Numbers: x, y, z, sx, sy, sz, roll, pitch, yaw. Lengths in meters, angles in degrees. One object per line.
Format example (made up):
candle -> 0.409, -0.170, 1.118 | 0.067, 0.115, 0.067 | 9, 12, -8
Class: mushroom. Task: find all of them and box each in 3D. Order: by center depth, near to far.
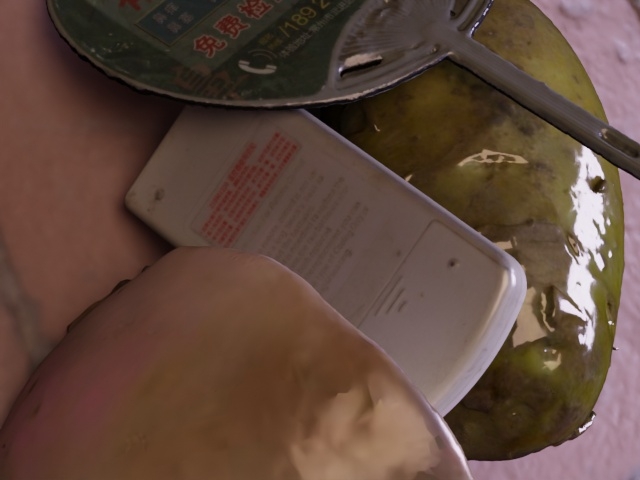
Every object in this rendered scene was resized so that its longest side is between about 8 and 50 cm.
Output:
mushroom -> -0.039, 0.130, 0.639 | 0.162, 0.173, 0.236 | -36, 92, -24

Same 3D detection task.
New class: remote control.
remote control -> 0.000, 0.000, 0.698 | 0.190, 0.029, 0.087 | 36, 95, 29

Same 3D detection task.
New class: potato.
potato -> 0.070, -0.017, 0.759 | 0.149, 0.113, 0.251 | -7, 65, -8

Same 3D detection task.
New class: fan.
fan -> 0.024, -0.136, 0.756 | 0.294, 0.012, 0.223 | 10, 54, 7
